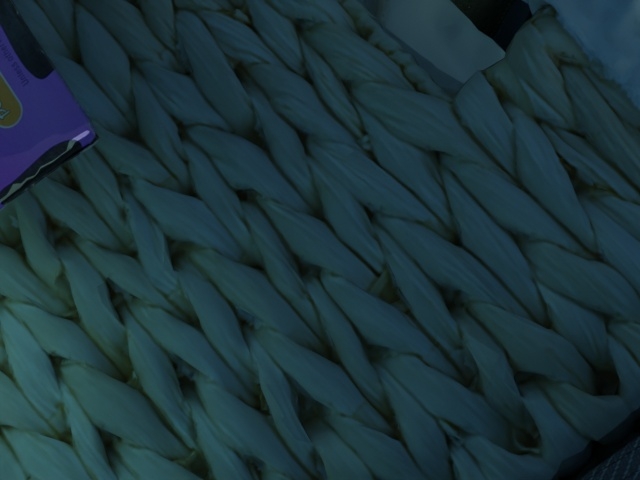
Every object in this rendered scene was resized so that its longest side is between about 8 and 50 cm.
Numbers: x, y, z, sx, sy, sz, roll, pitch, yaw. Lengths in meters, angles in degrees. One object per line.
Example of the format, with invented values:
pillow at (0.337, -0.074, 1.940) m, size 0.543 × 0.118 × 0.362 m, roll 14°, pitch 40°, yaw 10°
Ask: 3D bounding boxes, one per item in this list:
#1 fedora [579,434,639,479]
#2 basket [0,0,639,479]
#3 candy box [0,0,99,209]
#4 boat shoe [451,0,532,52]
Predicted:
fedora at (0.115, 0.136, 0.571) m, size 0.275 × 0.124 × 0.244 m, roll -35°, pitch 159°, yaw -7°
basket at (0.000, 0.000, 0.727) m, size 0.266 × 0.328 × 0.331 m, roll -41°, pitch 162°, yaw -3°
candy box at (-0.186, -0.039, 0.505) m, size 0.196 × 0.165 × 0.070 m, roll -38°, pitch -156°, yaw -17°
boat shoe at (0.097, -0.153, 0.936) m, size 0.109 × 0.091 × 0.305 m, roll -11°, pitch 149°, yaw -21°
